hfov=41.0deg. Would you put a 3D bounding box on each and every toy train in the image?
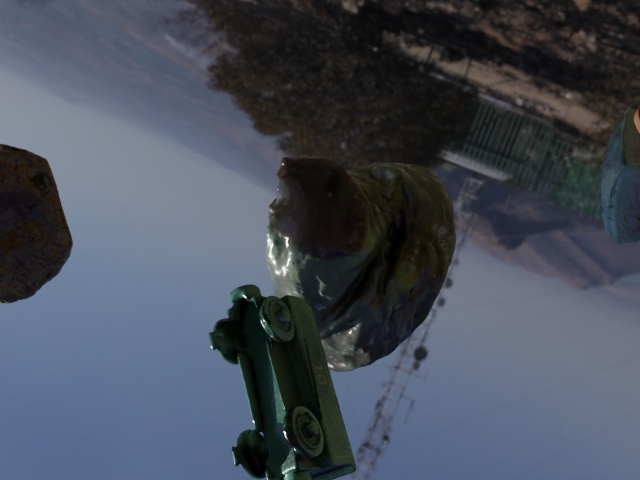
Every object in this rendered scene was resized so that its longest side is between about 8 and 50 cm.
[{"bbox_3d":[-0.029,0.118,0.686,0.070,0.172,0.099,-27,156,26],"label":"toy train"}]

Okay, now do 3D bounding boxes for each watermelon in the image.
[{"bbox_3d":[0.405,-0.090,1.091,0.094,0.180,0.081,-8,167,-2],"label":"watermelon"}]

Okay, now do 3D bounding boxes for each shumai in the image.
[{"bbox_3d":[0.000,0.000,1.157,0.304,0.309,0.263,-10,149,35],"label":"shumai"}]

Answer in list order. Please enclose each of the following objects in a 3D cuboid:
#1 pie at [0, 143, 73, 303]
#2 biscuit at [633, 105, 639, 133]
[{"bbox_3d":[-0.384,-0.014,0.989,0.195,0.195,0.046,20,-177,-31],"label":"pie"},{"bbox_3d":[0.392,-0.124,0.914,0.130,0.019,0.102,-29,-114,-31],"label":"biscuit"}]
